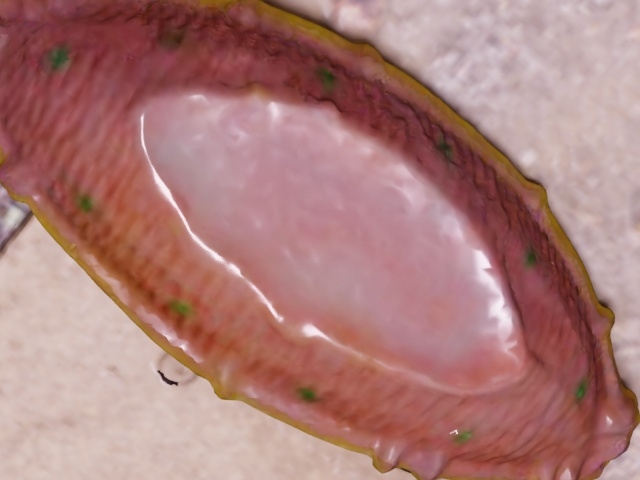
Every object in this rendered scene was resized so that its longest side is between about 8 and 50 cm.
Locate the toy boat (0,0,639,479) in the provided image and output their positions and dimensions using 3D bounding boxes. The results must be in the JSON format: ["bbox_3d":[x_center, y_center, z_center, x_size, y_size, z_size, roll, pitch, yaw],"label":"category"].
[{"bbox_3d":[0.000,-0.001,0.700,0.318,0.099,0.141,34,86,-10],"label":"toy boat"}]
